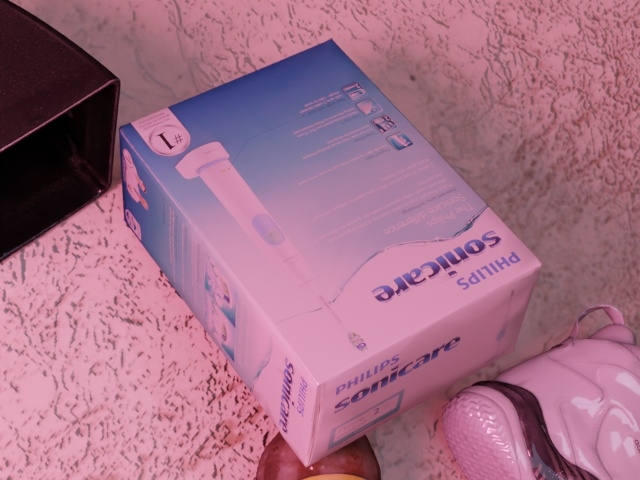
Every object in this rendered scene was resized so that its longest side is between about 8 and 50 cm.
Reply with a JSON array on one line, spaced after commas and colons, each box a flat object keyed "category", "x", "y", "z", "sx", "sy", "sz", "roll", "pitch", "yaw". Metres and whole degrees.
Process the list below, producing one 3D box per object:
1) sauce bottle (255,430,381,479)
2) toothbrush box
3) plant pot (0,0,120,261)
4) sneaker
[{"category": "sauce bottle", "x": -0.009, "y": 0.238, "z": 1.107, "sx": 0.111, "sy": 0.111, "sz": 0.344, "roll": 12, "pitch": 69, "yaw": -15}, {"category": "toothbrush box", "x": 0.000, "y": 0.000, "z": 1.110, "sx": 0.216, "sy": 0.126, "sz": 0.295, "roll": -27, "pitch": 58, "yaw": -24}, {"category": "plant pot", "x": -0.286, "y": -0.094, "z": 1.077, "sx": 0.188, "sy": 0.187, "sz": 0.167, "roll": -35, "pitch": 76, "yaw": -24}, {"category": "sneaker", "x": 0.290, "y": 0.233, "z": 1.195, "sx": 0.210, "sy": 0.137, "sz": 0.366, "roll": -37, "pitch": 85, "yaw": -21}]
